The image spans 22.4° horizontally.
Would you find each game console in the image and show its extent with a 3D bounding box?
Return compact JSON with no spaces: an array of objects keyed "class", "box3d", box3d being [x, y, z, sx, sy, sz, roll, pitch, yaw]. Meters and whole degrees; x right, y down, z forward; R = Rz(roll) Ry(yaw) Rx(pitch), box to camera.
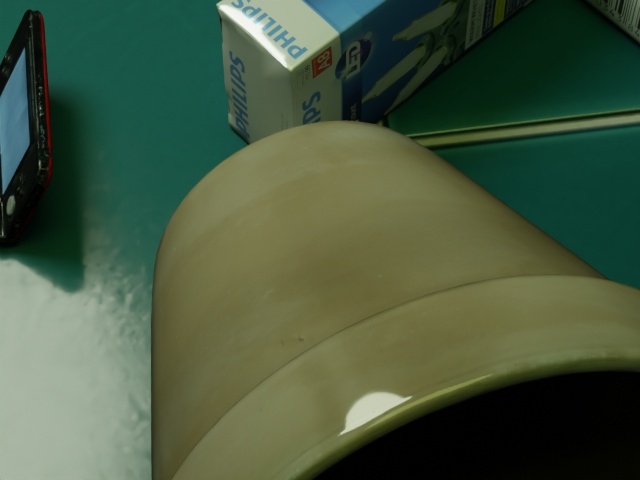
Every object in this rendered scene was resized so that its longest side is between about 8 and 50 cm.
[{"class":"game console","box3d":[-0.238,-0.072,1.078,0.085,0.124,0.144,7,55,-26]}]

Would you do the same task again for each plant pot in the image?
[{"class":"plant pot","box3d":[0.033,0.091,0.868,0.323,0.323,0.280,-19,44,-10]}]

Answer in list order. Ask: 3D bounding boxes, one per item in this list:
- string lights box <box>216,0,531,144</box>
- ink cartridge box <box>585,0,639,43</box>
[{"class":"string lights box","box3d":[0.052,-0.168,1.099,0.260,0.133,0.077,-39,66,-20]},{"class":"ink cartridge box","box3d":[0.402,-0.193,1.149,0.330,0.071,0.324,-38,65,-19]}]
